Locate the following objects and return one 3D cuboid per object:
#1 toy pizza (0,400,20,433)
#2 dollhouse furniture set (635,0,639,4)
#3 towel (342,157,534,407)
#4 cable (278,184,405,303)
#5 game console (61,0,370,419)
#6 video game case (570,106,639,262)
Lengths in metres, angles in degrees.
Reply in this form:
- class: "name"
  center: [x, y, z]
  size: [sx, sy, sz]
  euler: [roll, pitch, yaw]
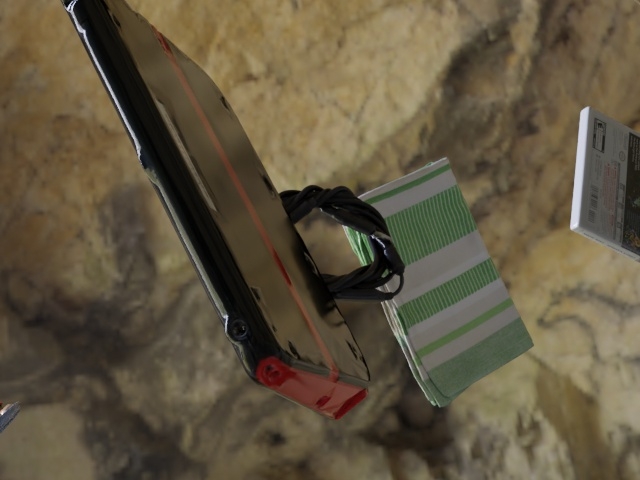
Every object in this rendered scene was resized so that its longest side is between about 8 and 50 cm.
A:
- class: "toy pizza"
  center: [-0.449, 0.267, 1.694]
  size: [0.201, 0.032, 0.201]
  euler: [-46, 2, 2]
- class: "dollhouse furniture set"
  center: [0.521, -0.309, 1.665]
  size: [0.362, 0.394, 0.256]
  euler: [24, -57, -36]
- class: "towel"
  center: [0.177, 0.057, 2.034]
  size: [0.248, 0.324, 0.038]
  euler: [-26, 1, -40]
- class: "cable"
  center: [0.000, 0.000, 1.493]
  size: [0.185, 0.150, 0.047]
  euler: [2, -33, -21]
- class: "game console"
  center: [-0.089, -0.027, 1.204]
  size: [0.060, 0.386, 0.342]
  euler: [-31, -18, 9]
- class: "video game case"
  center: [0.420, -0.069, 1.887]
  size: [0.173, 0.190, 0.022]
  euler: [23, -29, -25]
